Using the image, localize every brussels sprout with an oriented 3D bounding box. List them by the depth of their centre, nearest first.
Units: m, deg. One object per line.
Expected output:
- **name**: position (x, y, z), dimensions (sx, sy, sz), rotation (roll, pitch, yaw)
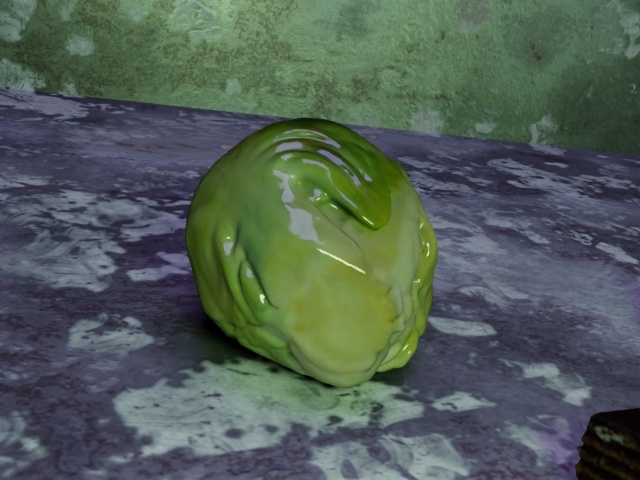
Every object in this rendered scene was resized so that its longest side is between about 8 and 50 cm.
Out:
- **brussels sprout**: position (0.000, 0.000, 0.879), dimensions (0.343, 0.268, 0.344), rotation (13, 24, -6)

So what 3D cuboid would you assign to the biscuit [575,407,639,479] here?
- **biscuit**: position (0.390, 0.237, 0.584), dimensions (0.107, 0.073, 0.388), rotation (5, 11, -37)
